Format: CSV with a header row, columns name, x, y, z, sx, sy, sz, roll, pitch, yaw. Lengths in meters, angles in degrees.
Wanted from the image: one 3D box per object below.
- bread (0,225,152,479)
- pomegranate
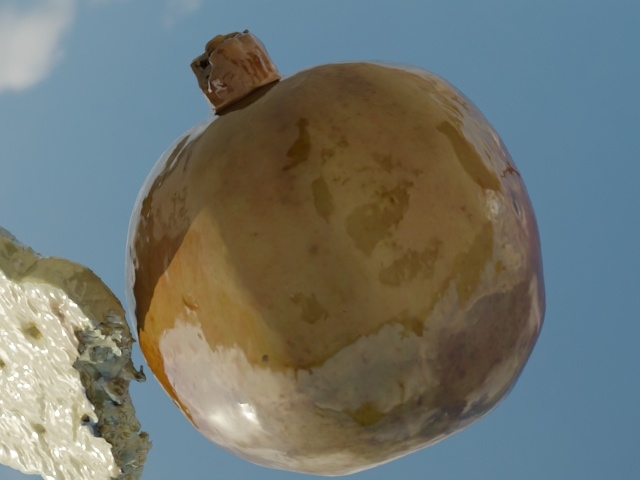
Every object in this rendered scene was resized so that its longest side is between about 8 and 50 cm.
name,x,y,z,sx,sy,sz,roll,pitch,yaw
bread,-0.191,0.069,1.093,0.182,0.251,0.039,25,-126,18
pomegranate,0.000,0.000,1.043,0.229,0.270,0.252,-23,-174,-27
